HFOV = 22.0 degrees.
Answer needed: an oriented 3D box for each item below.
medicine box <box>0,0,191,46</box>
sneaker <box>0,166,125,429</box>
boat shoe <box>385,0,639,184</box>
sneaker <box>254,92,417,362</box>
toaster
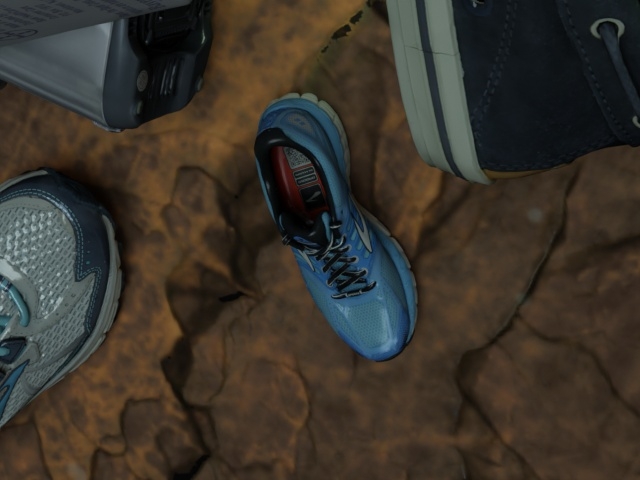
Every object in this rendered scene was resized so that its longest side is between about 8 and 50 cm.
[{"bbox_3d":[-0.231,-0.217,0.761,0.289,0.149,0.264,-11,86,14],"label":"medicine box"},{"bbox_3d":[-0.218,0.083,0.988,0.110,0.122,0.283,37,113,1],"label":"sneaker"},{"bbox_3d":[0.094,-0.235,0.712,0.156,0.187,0.500,2,131,18],"label":"boat shoe"},{"bbox_3d":[0.000,0.000,0.928,0.063,0.073,0.162,-24,100,21],"label":"sneaker"},{"bbox_3d":[-0.127,-0.178,0.877,0.146,0.129,0.227,18,109,12],"label":"toaster"}]
